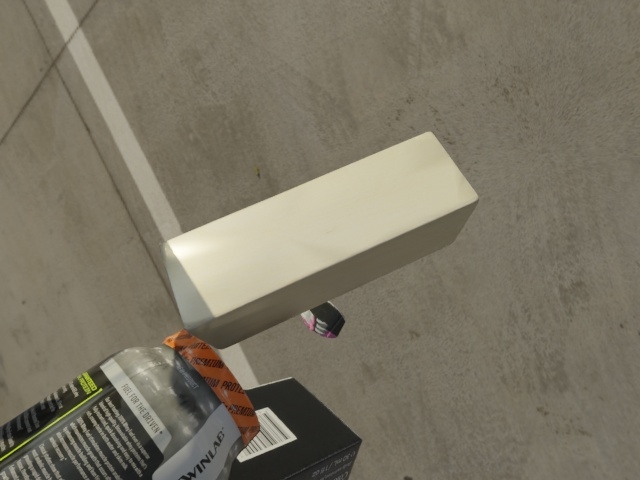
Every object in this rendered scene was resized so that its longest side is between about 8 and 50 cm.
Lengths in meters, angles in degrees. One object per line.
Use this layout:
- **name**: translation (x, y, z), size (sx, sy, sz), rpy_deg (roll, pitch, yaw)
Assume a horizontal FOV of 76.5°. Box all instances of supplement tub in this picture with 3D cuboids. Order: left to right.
- **supplement tub**: translation (-0.227, 0.240, 0.394), size (0.194, 0.316, 0.193), rpy_deg (33, 142, 31)

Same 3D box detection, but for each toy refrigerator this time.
- **toy refrigerator**: translation (0.000, 0.000, 0.395), size (0.270, 0.102, 0.094), rpy_deg (-24, 67, -7)

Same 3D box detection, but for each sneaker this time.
- **sneaker**: translation (-0.021, 0.124, 0.840), size (0.178, 0.077, 0.072), rpy_deg (40, 104, -4)

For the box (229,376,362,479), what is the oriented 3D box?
- **box**: translation (-0.210, 0.648, 0.970), size (0.297, 0.480, 0.471), rpy_deg (28, 106, 40)
